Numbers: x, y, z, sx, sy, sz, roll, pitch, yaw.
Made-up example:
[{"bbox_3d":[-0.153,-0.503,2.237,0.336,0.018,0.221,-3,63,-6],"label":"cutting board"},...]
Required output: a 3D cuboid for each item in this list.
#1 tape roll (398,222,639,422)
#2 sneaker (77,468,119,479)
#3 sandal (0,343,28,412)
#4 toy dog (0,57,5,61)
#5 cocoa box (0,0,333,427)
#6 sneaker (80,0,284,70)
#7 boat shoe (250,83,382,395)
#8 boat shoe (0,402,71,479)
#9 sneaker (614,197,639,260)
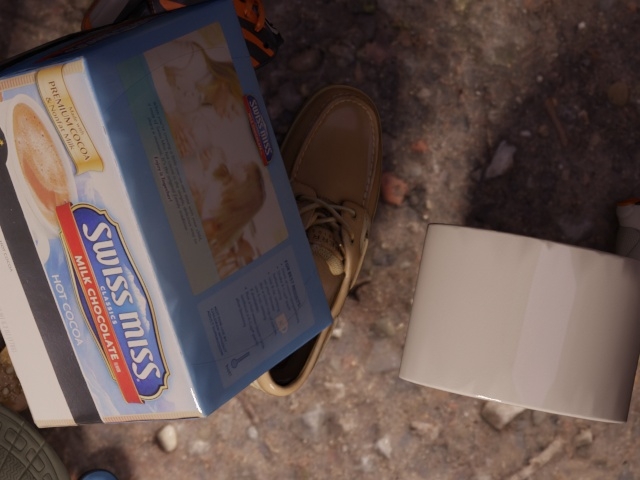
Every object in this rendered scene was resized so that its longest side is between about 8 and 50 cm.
[{"bbox_3d":[0.215,0.087,1.658,0.246,0.246,0.169,11,87,-13],"label":"tape roll"},{"bbox_3d":[-0.235,0.343,1.635,0.069,0.082,0.209,12,87,-19],"label":"sneaker"},{"bbox_3d":[-0.266,0.077,1.627,0.088,0.079,0.240,33,83,-12],"label":"sandal"},{"bbox_3d":[-0.406,-0.065,1.550,0.220,0.161,0.334,-5,92,-13],"label":"toy dog"},{"bbox_3d":[-0.177,-0.025,1.508,0.231,0.228,0.347,-33,110,-50],"label":"cocoa box"},{"bbox_3d":[-0.089,-0.290,1.657,0.180,0.124,0.321,38,93,-15],"label":"sneaker"},{"bbox_3d":[0.000,0.000,1.674,0.121,0.110,0.341,14,88,-13],"label":"boat shoe"},{"bbox_3d":[-0.395,0.204,1.598,0.320,0.103,0.118,31,64,-17],"label":"boat shoe"},{"bbox_3d":[0.451,0.029,1.799,0.262,0.099,0.121,10,96,-6],"label":"sneaker"}]
